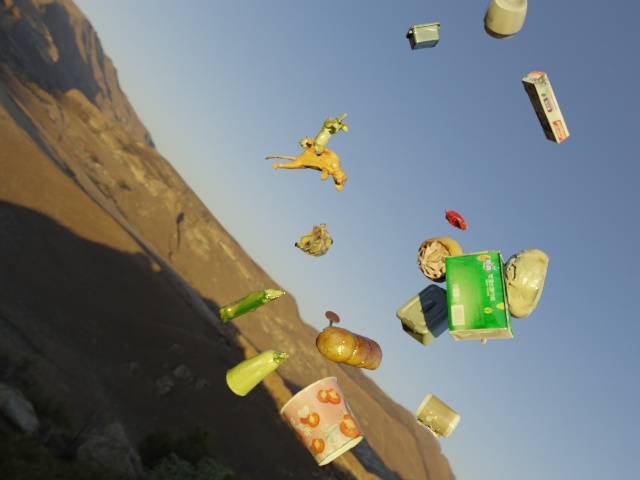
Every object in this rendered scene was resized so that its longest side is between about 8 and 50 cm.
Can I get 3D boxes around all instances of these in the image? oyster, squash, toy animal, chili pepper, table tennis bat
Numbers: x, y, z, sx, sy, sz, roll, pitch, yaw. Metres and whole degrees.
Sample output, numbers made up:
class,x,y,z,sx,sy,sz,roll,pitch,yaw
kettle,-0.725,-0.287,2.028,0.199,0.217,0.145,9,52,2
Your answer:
class,x,y,z,sx,sy,sz,roll,pitch,yaw
oyster,-0.002,0.002,1.899,0.079,0.128,0.345,40,4,13
squash,-0.181,0.389,1.593,0.094,0.224,0.094,42,28,-28
toy animal,0.016,-0.360,1.746,0.073,0.181,0.136,29,14,-33
chili pepper,0.559,-0.086,2.182,0.191,0.050,0.059,-121,-158,-60
toy animal,-0.043,-0.238,1.568,0.255,0.114,0.116,17,-2,20
table tennis bat,0.035,0.237,1.577,0.050,0.007,0.083,29,21,-2

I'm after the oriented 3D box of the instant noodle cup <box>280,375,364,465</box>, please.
class,x,y,z,sx,sy,sz,roll,pitch,yaw
instant noodle cup,0.013,0.650,1.875,0.231,0.243,0.243,55,-6,27

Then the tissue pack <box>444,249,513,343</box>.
class,x,y,z,sx,sy,sz,roll,pitch,yaw
tissue pack,0.416,0.155,1.378,0.156,0.148,0.208,44,42,-55

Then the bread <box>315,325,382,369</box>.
class,x,y,z,sx,sy,sz,roll,pitch,yaw
bread,0.095,0.288,1.393,0.124,0.083,0.344,30,-2,32

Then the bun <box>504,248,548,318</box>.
class,x,y,z,sx,sy,sz,roll,pitch,yaw
bun,0.644,0.135,1.695,0.142,0.239,0.239,16,-24,23

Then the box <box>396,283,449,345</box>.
class,x,y,z,sx,sy,sz,roll,pitch,yaw
box,0.318,0.223,1.534,0.124,0.172,0.092,36,-30,42

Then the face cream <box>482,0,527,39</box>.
class,x,y,z,sx,sy,sz,roll,pitch,yaw
face cream,0.534,-0.653,1.518,0.117,0.117,0.104,47,-18,18

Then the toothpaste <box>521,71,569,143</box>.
class,x,y,z,sx,sy,sz,roll,pitch,yaw
toothpaste,0.556,-0.326,1.293,0.196,0.040,0.047,50,3,-31

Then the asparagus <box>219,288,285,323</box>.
class,x,y,z,sx,sy,sz,roll,pitch,yaw
asparagus,-0.318,0.280,2.319,0.085,0.343,0.082,55,21,-28

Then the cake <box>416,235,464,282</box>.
class,x,y,z,sx,sy,sz,roll,pitch,yaw
cake,0.485,0.093,2.205,0.185,0.178,0.207,30,-46,40

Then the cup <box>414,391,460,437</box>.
class,x,y,z,sx,sy,sz,roll,pitch,yaw
cup,0.296,0.464,1.357,0.099,0.102,0.074,34,19,22

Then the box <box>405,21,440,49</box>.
class,x,y,z,sx,sy,sz,roll,pitch,yaw
box,0.319,-0.626,1.615,0.074,0.100,0.054,130,-51,-82
